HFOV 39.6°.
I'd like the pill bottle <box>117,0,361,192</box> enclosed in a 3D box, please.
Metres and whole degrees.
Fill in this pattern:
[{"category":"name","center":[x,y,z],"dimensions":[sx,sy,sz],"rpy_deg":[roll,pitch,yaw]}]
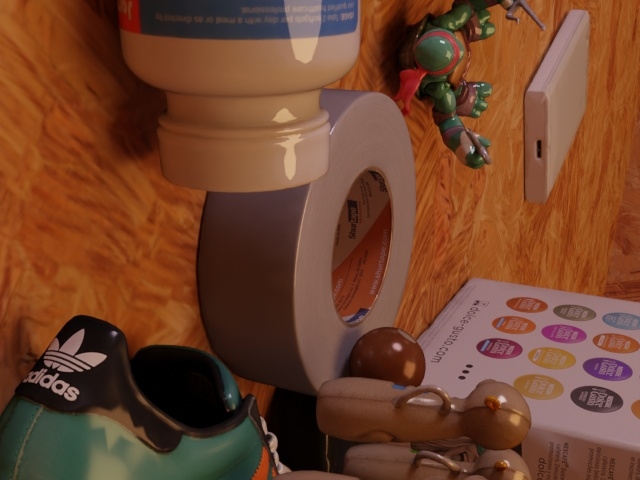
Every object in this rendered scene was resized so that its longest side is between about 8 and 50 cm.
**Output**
[{"category":"pill bottle","center":[-0.041,-0.141,0.442],"dimensions":[0.124,0.124,0.221],"rpy_deg":[-34,128,-59]}]

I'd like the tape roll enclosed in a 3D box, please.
[{"category":"tape roll","center":[0.000,0.000,0.644],"dimensions":[0.219,0.072,0.219],"rpy_deg":[-35,130,-57]}]

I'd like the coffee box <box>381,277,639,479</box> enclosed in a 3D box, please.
[{"category":"coffee box","center":[0.280,0.275,1.035],"dimensions":[0.338,0.335,0.338],"rpy_deg":[-37,131,-57]}]

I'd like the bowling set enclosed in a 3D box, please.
[{"category":"bowling set","center":[0.080,0.136,0.550],"dimensions":[0.287,0.154,0.199],"rpy_deg":[70,25,-55]}]

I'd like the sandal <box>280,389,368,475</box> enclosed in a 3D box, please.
[{"category":"sandal","center":[-0.013,0.317,0.714],"dimensions":[0.167,0.107,0.445],"rpy_deg":[30,58,-63]}]

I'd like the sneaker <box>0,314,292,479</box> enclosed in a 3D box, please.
[{"category":"sneaker","center":[-0.062,0.131,0.505],"dimensions":[0.302,0.108,0.121],"rpy_deg":[44,62,-60]}]

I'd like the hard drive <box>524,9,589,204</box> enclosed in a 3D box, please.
[{"category":"hard drive","center":[0.396,-0.228,1.482],"dimensions":[0.307,0.040,0.203],"rpy_deg":[-54,144,-45]}]

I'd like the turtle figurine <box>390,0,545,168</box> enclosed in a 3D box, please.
[{"category":"turtle figurine","center":[0.130,-0.167,0.822],"dimensions":[0.234,0.118,0.175],"rpy_deg":[-47,157,-75]}]
